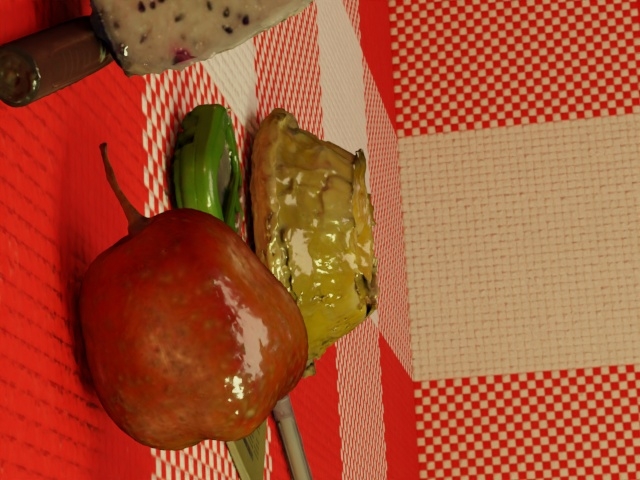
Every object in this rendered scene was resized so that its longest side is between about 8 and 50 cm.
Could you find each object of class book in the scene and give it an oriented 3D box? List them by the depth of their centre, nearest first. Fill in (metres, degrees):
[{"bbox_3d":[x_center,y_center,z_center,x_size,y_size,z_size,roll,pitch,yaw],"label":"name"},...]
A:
[{"bbox_3d":[-0.074,0.136,1.694,0.168,0.013,0.192,74,14,-50],"label":"book"}]

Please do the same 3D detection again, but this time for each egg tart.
[{"bbox_3d":[0.000,0.000,1.922,0.315,0.120,0.314,-4,90,-82],"label":"egg tart"}]

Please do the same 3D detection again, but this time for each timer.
[{"bbox_3d":[-0.099,-0.046,1.533,0.140,0.047,0.128,-84,167,-54],"label":"timer"}]

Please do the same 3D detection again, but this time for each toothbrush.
[{"bbox_3d":[-0.160,-0.135,1.200,0.364,0.041,0.040,-59,143,-76],"label":"toothbrush"},{"bbox_3d":[-0.016,0.282,1.956,0.029,0.024,0.354,-95,174,-45],"label":"toothbrush"}]

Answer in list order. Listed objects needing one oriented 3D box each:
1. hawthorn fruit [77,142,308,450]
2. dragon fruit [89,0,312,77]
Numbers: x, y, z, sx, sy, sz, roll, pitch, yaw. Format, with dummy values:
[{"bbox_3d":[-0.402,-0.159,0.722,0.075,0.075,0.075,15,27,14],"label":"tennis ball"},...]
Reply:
[{"bbox_3d":[-0.100,0.038,1.175,0.162,0.163,0.203,-78,145,-64],"label":"hawthorn fruit"},{"bbox_3d":[-0.076,-0.282,1.170,0.204,0.221,0.283,-77,149,-61],"label":"dragon fruit"}]
